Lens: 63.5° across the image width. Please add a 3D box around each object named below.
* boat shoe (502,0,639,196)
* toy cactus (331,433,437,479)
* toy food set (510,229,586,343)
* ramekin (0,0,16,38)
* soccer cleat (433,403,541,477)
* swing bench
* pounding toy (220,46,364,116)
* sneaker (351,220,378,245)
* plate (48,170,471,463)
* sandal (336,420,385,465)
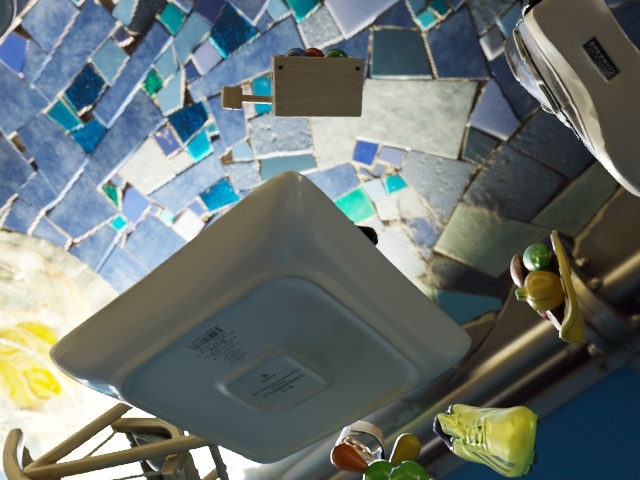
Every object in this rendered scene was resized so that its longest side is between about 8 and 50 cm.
[{"bbox_3d":[0.400,-0.214,0.767,0.127,0.341,0.158,-29,-179,4],"label":"boat shoe"},{"bbox_3d":[0.035,0.242,0.359,0.219,0.112,0.181,9,90,-71],"label":"toy cactus"},{"bbox_3d":[0.289,0.060,0.671,0.071,0.128,0.218,-15,180,23],"label":"toy food set"},{"bbox_3d":[-0.670,-0.454,0.949,0.207,0.109,0.207,-36,155,-20],"label":"ramekin"},{"bbox_3d":[0.243,0.296,0.792,0.289,0.121,0.094,90,19,-69],"label":"soccer cleat"},{"bbox_3d":[-0.249,0.345,0.703,0.254,0.254,0.165,-21,-147,-20],"label":"swing bench"},{"bbox_3d":[-0.052,-0.249,0.799,0.181,0.205,0.094,-109,-161,-68],"label":"pounding toy"},{"bbox_3d":[0.000,0.000,0.602,0.078,0.067,0.188,-23,168,39],"label":"sneaker"},{"bbox_3d":[-0.040,0.108,0.450,0.277,0.278,0.045,-34,-143,19],"label":"plate"},{"bbox_3d":[0.090,0.437,1.145,0.076,0.101,0.265,-60,176,-13],"label":"sandal"}]
